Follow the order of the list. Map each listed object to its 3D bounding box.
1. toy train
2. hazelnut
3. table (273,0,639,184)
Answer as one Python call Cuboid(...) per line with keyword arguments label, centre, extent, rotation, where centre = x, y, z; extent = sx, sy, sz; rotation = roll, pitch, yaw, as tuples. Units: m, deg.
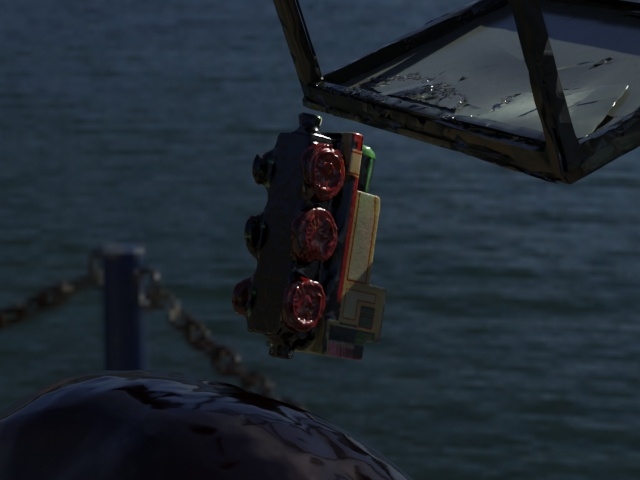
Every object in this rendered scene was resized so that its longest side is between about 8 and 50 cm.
Cuboid(label="toy train", centre=(0.000, 0.000, 0.947), extent=(0.050, 0.138, 0.087), rotation=(4, -5, 43))
Cuboid(label="hazelnut", centre=(-0.047, 0.148, 0.658), extent=(0.229, 0.230, 0.229), rotation=(1, 11, 0))
Cuboid(label="table", centre=(0.113, -0.228, 1.090), extent=(0.222, 0.272, 0.335), rotation=(-26, 23, -21))
